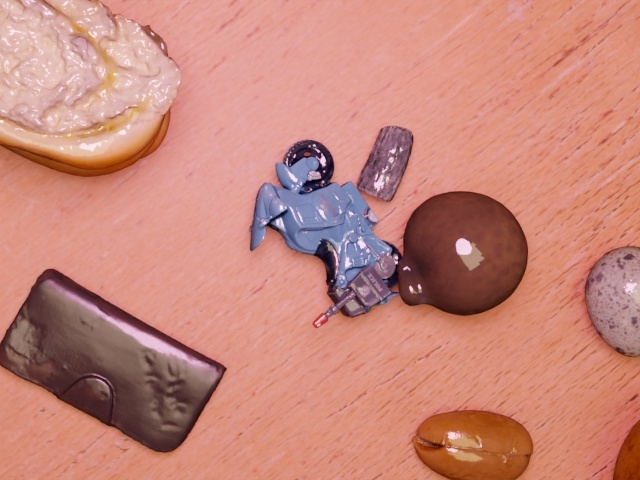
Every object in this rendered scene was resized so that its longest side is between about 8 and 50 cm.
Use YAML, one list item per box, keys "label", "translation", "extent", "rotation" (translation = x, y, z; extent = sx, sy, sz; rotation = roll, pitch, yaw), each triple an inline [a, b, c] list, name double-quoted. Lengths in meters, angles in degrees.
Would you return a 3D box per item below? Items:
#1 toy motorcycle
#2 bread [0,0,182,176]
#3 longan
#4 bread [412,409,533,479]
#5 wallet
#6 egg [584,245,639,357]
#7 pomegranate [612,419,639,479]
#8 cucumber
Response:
- label: "toy motorcycle"
  translation: [0.000, 0.000, 1.202]
  extent: [0.182, 0.123, 0.272]
  rotation: [-37, 95, -13]
- label: "bread"
  translation: [-0.354, -0.196, 1.083]
  extent: [0.315, 0.270, 0.211]
  rotation: [30, 75, -14]
- label: "longan"
  translation: [0.198, 0.023, 1.199]
  extent: [0.204, 0.159, 0.185]
  rotation: [-37, 87, -4]
- label: "bread"
  translation: [0.238, 0.319, 1.264]
  extent: [0.189, 0.077, 0.114]
  rotation: [8, 97, -8]
- label: "wallet"
  translation: [-0.310, 0.183, 1.219]
  extent: [0.309, 0.042, 0.165]
  rotation: [31, 88, -6]
- label: "egg"
  translation: [0.468, 0.093, 1.243]
  extent: [0.132, 0.132, 0.172]
  rotation: [-9, 105, -5]
- label: "pomegranate"
  translation: [0.568, 0.361, 1.188]
  extent: [0.307, 0.307, 0.307]
  rotation: [0, 93, -5]
- label: "cucumber"
  translation: [0.099, -0.116, 1.231]
  extent: [0.064, 0.064, 0.112]
  rotation: [21, 91, -6]
